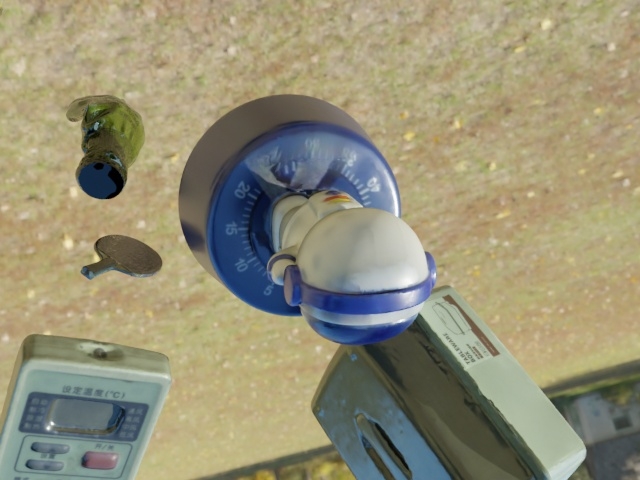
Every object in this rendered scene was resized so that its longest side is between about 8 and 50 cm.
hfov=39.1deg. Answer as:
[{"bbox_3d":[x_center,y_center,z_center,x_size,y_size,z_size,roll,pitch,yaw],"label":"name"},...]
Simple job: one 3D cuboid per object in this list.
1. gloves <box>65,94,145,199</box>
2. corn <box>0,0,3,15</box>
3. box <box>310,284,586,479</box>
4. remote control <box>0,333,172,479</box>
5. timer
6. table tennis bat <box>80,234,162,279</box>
[{"bbox_3d":[-0.319,-0.157,1.353,0.107,0.268,0.135,-22,128,-3],"label":"gloves"},{"bbox_3d":[-0.559,-0.280,1.233,0.305,0.123,0.122,-22,169,27],"label":"corn"},{"bbox_3d":[0.133,0.210,1.012,0.166,0.290,0.220,-19,148,-34],"label":"box"},{"bbox_3d":[-0.219,0.206,0.752,0.123,0.038,0.285,14,115,-24],"label":"remote control"},{"bbox_3d":[0.000,0.000,0.998,0.271,0.270,0.383,-11,-159,-13],"label":"timer"},{"bbox_3d":[-0.281,0.026,1.258,0.014,0.095,0.158,-60,169,21],"label":"table tennis bat"}]
